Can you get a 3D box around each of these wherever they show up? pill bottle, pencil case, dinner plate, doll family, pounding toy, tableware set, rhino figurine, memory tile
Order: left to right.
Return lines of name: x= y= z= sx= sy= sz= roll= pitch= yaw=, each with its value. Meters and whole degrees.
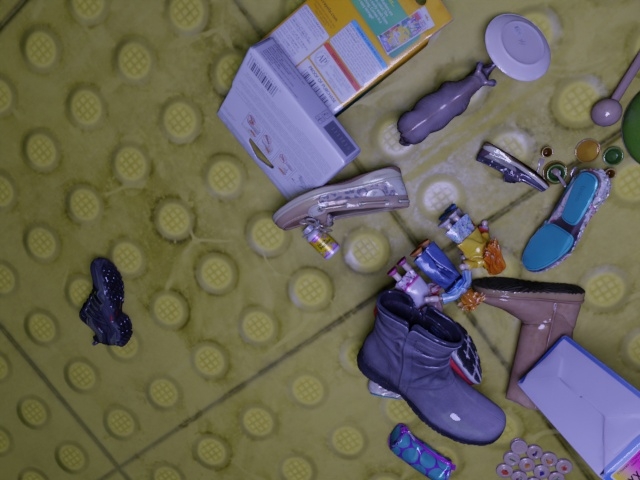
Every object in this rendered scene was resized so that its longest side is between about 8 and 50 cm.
pill bottle: x=0.000 y=0.000 z=1.087 sx=0.083 sy=0.043 sz=0.043 roll=44 pitch=105 yaw=-2
pencil case: x=0.233 y=0.497 z=1.148 sx=0.151 sy=0.064 sz=0.070 roll=36 pitch=122 yaw=0
rhino figurine: x=0.248 y=-0.270 z=0.955 sx=0.243 sy=0.106 sz=0.073 roll=-35 pitch=95 yaw=15
doll family: x=0.269 y=0.050 z=0.978 sx=0.163 sy=0.118 sz=0.263 roll=45 pitch=79 yaw=-2
dinner plate: x=0.374 y=-0.365 z=0.922 sx=0.141 sy=0.017 sz=0.141 roll=4 pitch=75 yaw=-15
memory tile: x=0.493 y=0.527 z=1.140 sx=0.148 sy=0.012 sz=0.113 roll=24 pitch=105 yaw=4
tableware set: x=0.513 y=-0.152 z=0.982 sx=0.154 sy=0.024 sz=0.104 roll=14 pitch=104 yaw=6
pounding toy: x=0.648 y=-0.228 z=0.899 sx=0.237 sy=0.110 sz=0.183 roll=36 pitch=105 yaw=0

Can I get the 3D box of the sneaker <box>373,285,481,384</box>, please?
sneaker: x=0.234 y=0.216 z=1.084 sx=0.279 sy=0.107 sz=0.118 roll=44 pitch=124 yaw=1

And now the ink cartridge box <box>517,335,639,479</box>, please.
ink cartridge box: x=0.601 y=0.396 z=0.929 sx=0.395 sy=0.270 sz=0.151 roll=42 pitch=98 yaw=-17

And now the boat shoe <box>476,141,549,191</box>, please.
boat shoe: x=0.385 y=-0.140 z=0.993 sx=0.152 sy=0.056 sz=0.049 roll=38 pitch=114 yaw=11

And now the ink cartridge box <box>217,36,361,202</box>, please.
ink cartridge box: x=-0.075 y=-0.224 z=1.005 sx=0.275 sy=0.060 sz=0.239 roll=51 pitch=150 yaw=-4

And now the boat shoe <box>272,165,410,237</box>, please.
boat shoe: x=0.040 y=-0.068 z=1.019 sx=0.285 sy=0.104 sz=0.089 roll=-19 pitch=83 yaw=7

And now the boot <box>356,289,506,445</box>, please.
boot: x=0.233 y=0.252 z=0.960 sx=0.338 sy=0.118 sz=0.223 roll=27 pitch=135 yaw=11

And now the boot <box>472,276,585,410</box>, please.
boot: x=0.428 y=0.222 z=1.046 sx=0.236 sy=0.089 sz=0.269 roll=6 pitch=104 yaw=8

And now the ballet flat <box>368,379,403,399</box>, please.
ballet flat: x=0.193 y=0.340 z=1.126 sx=0.168 sy=0.057 sz=0.052 roll=9 pitch=94 yaw=7

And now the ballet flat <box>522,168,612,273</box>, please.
ballet flat: x=0.496 y=-0.031 z=0.979 sx=0.091 sy=0.077 sz=0.241 roll=53 pitch=131 yaw=39

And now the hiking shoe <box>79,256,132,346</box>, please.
hiking shoe: x=-0.534 y=0.154 z=1.184 sx=0.114 sy=0.086 sz=0.227 roll=-5 pitch=102 yaw=7

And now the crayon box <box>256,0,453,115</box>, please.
crayon box: x=0.065 y=-0.400 z=0.969 sx=0.323 sy=0.083 sz=0.203 roll=-35 pitch=95 yaw=15
